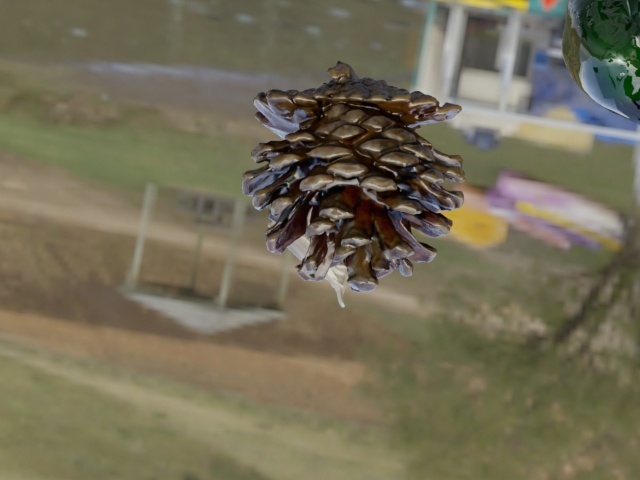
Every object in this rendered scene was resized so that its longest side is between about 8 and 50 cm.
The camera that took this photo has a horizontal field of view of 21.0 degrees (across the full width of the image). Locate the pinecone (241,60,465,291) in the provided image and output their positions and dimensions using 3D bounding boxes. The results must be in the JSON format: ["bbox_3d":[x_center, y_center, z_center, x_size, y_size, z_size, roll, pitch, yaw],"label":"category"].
[{"bbox_3d":[0.028,-0.047,1.358,0.179,0.195,0.150,-1,136,-5],"label":"pinecone"}]

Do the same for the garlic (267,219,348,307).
[{"bbox_3d":[-0.002,0.001,2.052,0.152,0.084,0.066,50,156,-3],"label":"garlic"}]

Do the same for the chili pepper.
[{"bbox_3d":[0.418,-0.240,2.047,0.249,0.233,0.256,28,-154,-5],"label":"chili pepper"}]
